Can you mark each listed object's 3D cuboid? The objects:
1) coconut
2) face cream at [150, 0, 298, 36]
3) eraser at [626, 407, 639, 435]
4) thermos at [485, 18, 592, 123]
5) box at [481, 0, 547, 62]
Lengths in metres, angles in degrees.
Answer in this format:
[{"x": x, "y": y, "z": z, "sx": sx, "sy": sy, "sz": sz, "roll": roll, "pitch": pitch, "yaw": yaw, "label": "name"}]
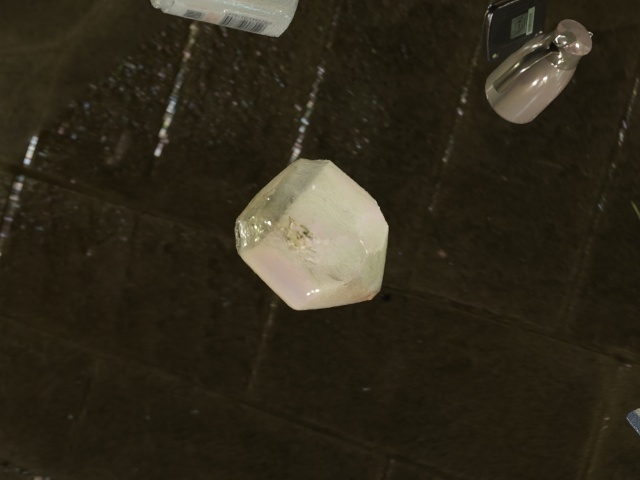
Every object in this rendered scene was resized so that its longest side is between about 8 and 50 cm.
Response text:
[{"x": 0.000, "y": 0.000, "z": 1.628, "sx": 0.234, "sy": 0.224, "sz": 0.224, "roll": 44, "pitch": 99, "yaw": 2, "label": "coconut"}, {"x": -0.154, "y": -0.312, "z": 1.276, "sx": 0.101, "sy": 0.251, "sz": 0.101, "roll": -27, "pitch": 59, "yaw": 59, "label": "face cream"}, {"x": 0.415, "y": 0.257, "z": 1.183, "sx": 0.036, "sy": 0.082, "sz": 0.225, "roll": -52, "pitch": 25, "yaw": 13, "label": "eraser"}, {"x": 0.345, "y": -0.273, "z": 1.743, "sx": 0.105, "sy": 0.137, "sz": 0.193, "roll": 65, "pitch": 148, "yaw": 12, "label": "thermos"}, {"x": 0.330, "y": -0.368, "z": 1.851, "sx": 0.125, "sy": 0.126, "sz": 0.027, "roll": -27, "pitch": 56, "yaw": -14, "label": "box"}]
